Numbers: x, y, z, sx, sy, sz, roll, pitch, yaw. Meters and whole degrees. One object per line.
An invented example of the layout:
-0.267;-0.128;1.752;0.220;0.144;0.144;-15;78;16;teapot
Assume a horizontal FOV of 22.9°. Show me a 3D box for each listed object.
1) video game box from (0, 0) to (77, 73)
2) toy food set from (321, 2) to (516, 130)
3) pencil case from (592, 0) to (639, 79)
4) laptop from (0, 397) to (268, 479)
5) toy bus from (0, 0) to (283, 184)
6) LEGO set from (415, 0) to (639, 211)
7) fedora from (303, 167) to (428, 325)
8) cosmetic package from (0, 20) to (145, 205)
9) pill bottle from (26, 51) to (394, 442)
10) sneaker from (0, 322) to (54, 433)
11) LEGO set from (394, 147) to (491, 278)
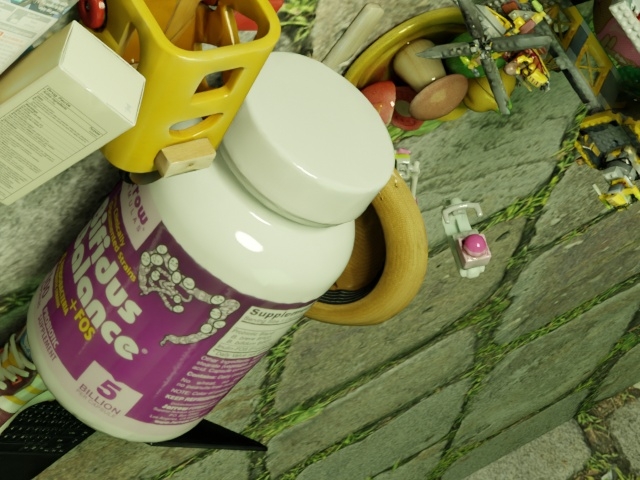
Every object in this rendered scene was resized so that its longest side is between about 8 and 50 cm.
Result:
-0.191;-0.157;0.797;0.187;0.048;0.205;-36;160;18;video game box
0.087;-0.118;1.252;0.218;0.071;0.128;-6;148;-50;toy food set
0.346;-0.266;1.164;0.386;0.167;0.160;-58;-173;51;pencil case
-0.227;0.208;1.469;0.264;0.137;0.234;-37;159;14;laptop
-0.103;-0.091;0.993;0.191;0.104;0.202;-34;159;8;toy bus
0.248;-0.120;1.101;0.331;0.255;0.192;-6;-140;38;LEGO set
0.008;-0.025;1.259;0.194;0.194;0.079;-49;-176;40;fedora
-0.162;-0.072;0.909;0.115;0.041;0.060;-27;129;32;cosmetic package
-0.081;0.006;1.158;0.169;0.169;0.301;-9;149;-47;pill bottle
-0.256;0.107;1.309;0.185;0.069;0.084;-27;152;-30;sneaker
0.000;0.000;1.345;0.287;0.132;0.107;-19;149;-14;LEGO set
